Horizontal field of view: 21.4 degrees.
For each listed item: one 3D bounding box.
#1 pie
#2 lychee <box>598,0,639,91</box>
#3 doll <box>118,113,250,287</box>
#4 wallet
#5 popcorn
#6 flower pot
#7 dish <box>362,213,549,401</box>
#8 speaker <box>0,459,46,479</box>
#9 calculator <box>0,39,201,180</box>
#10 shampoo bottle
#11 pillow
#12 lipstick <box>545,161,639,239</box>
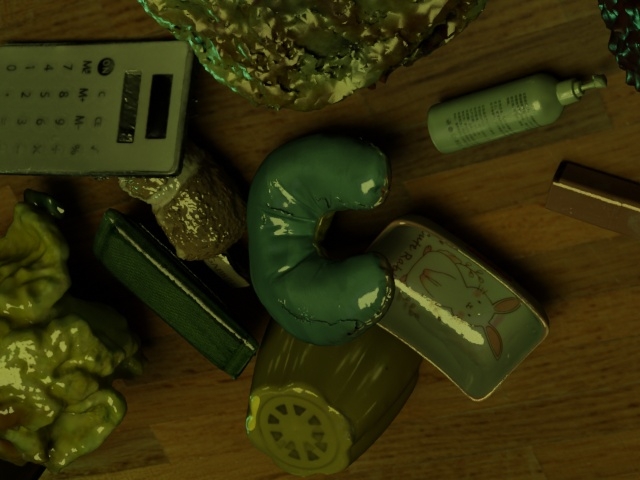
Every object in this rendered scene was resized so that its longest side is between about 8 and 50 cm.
[{"bbox_3d":[-0.001,-0.339,1.619,0.395,0.180,0.418,39,121,-1],"label":"pie"},{"bbox_3d":[0.396,-0.223,1.453,0.330,0.306,0.306,26,133,-26],"label":"lychee"},{"bbox_3d":[-0.143,-0.035,1.924,0.115,0.105,0.221,-29,101,8],"label":"doll"},{"bbox_3d":[-0.167,0.062,1.984,0.236,0.055,0.160,41,164,2],"label":"wallet"},{"bbox_3d":[-0.344,0.138,2.041,0.293,0.237,0.293,23,145,18],"label":"popcorn"},{"bbox_3d":[0.004,0.168,1.955,0.195,0.179,0.195,10,124,15],"label":"flower pot"},{"bbox_3d":[0.143,0.061,1.887,0.212,0.077,0.151,36,127,-2],"label":"dish"},{"bbox_3d":[-0.441,0.269,2.180,0.192,0.231,0.153,33,129,-1],"label":"speaker"},{"bbox_3d":[-0.258,-0.146,1.892,0.262,0.161,0.021,1,167,22],"label":"calculator"},{"bbox_3d":[0.206,-0.138,1.740,0.195,0.056,0.056,-14,115,30],"label":"shampoo bottle"},{"bbox_3d":[0.000,0.000,1.851,0.214,0.086,0.233,-2,90,47],"label":"pillow"},{"bbox_3d":[0.312,-0.037,1.768,0.145,0.045,0.045,18,126,11],"label":"lipstick"}]
